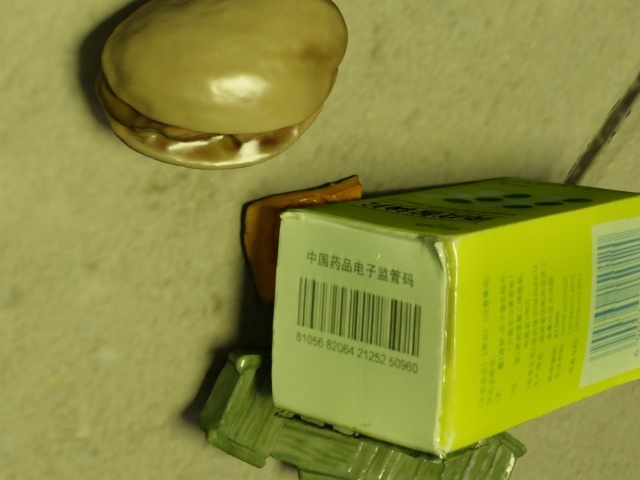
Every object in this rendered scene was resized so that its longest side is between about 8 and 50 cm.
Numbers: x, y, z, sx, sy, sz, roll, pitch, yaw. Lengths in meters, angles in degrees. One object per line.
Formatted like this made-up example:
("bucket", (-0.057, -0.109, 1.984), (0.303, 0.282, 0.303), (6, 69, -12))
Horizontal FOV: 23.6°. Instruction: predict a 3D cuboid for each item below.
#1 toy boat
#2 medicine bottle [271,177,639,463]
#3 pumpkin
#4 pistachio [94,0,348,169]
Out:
("toy boat", (0.028, 0.129, 1.060), (0.293, 0.055, 0.093), (21, 96, -42))
("medicine bottle", (0.099, 0.039, 0.976), (0.250, 0.137, 0.141), (-9, 107, -48))
("pumpkin", (-0.001, 0.002, 0.991), (0.101, 0.035, 0.073), (-20, 124, -33))
("pistachio", (-0.054, -0.097, 0.860), (0.149, 0.113, 0.113), (-9, 116, -28))
